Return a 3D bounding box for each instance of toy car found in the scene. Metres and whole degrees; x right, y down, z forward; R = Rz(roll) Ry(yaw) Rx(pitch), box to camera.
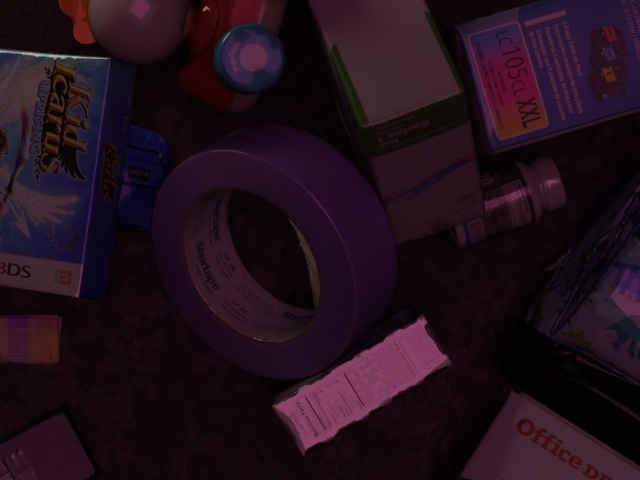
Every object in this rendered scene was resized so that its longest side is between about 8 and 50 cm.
[{"bbox_3d":[-0.158,-0.261,1.740,0.238,0.219,0.210,13,90,-12],"label":"toy car"}]

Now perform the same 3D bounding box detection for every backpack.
[{"bbox_3d":[-0.220,-0.073,1.866,0.098,0.101,0.120,12,86,-28],"label":"backpack"},{"bbox_3d":[0.414,0.055,1.841,0.290,0.273,0.355,34,76,5],"label":"backpack"}]

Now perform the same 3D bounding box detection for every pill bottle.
[{"bbox_3d":[0.213,-0.048,1.898,0.137,0.078,0.078,-20,90,-3],"label":"pill bottle"}]

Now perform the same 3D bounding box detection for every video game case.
[{"bbox_3d":[-0.341,-0.080,1.831,0.244,0.061,0.269,7,89,24],"label":"video game case"}]

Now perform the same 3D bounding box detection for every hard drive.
[{"bbox_3d":[-0.338,0.266,1.898,0.135,0.022,0.094,-28,91,-2],"label":"hard drive"}]

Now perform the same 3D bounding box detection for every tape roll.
[{"bbox_3d":[-0.054,0.013,1.798,0.275,0.090,0.274,18,123,29],"label":"tape roll"}]

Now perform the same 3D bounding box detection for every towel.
[{"bbox_3d":[-0.345,0.117,1.905,0.083,0.009,0.060,0,90,-2],"label":"towel"}]

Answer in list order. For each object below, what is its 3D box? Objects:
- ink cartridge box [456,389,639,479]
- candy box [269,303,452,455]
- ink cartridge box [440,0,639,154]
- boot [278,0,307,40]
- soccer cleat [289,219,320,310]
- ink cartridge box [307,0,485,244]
[{"bbox_3d":[0.239,0.360,1.843,0.223,0.129,0.307,32,88,18],"label":"ink cartridge box"},{"bbox_3d":[0.042,0.156,1.844,0.196,0.165,0.070,-32,93,-1],"label":"candy box"},{"bbox_3d":[0.337,-0.215,1.809,0.396,0.270,0.151,-15,94,-3],"label":"ink cartridge box"},{"bbox_3d":[-0.018,-0.278,1.899,0.198,0.077,0.137,14,94,11],"label":"boot"},{"bbox_3d":[0.000,0.000,1.898,0.076,0.068,0.196,4,82,2],"label":"soccer cleat"},{"bbox_3d":[0.084,-0.150,1.768,0.117,0.278,0.201,-21,62,0],"label":"ink cartridge box"}]
